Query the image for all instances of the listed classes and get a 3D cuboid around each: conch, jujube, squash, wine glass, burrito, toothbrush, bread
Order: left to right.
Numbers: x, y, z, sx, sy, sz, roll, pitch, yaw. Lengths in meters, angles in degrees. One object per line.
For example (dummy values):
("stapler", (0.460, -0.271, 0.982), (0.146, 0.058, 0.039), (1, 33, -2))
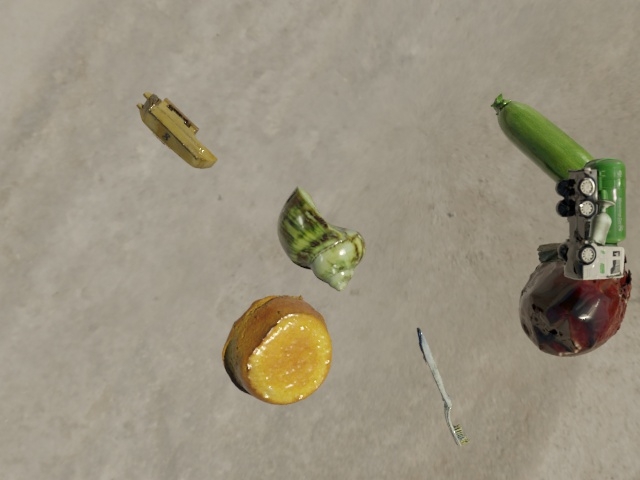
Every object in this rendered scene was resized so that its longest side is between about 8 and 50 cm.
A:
("bread", (-0.107, 0.306, 1.923), (0.312, 0.172, 0.312), (-6, 105, -23))
("conch", (-0.001, 0.003, 1.340), (0.181, 0.187, 0.124), (37, 87, 22))
("toothbrush", (0.320, 0.394, 1.867), (0.042, 0.035, 0.413), (-23, 115, 3))
("squash", (0.561, -0.223, 1.718), (0.107, 0.107, 0.395), (-46, 65, 12))
("burrito", (0.527, 0.024, 1.523), (0.149, 0.055, 0.041), (-7, 96, -13))
("jujube", (0.642, 0.137, 1.769), (0.258, 0.376, 0.258), (16, 119, 30))
("wine glass", (0.504, -0.031, 1.265), (0.039, 0.042, 0.083), (21, 79, -20))

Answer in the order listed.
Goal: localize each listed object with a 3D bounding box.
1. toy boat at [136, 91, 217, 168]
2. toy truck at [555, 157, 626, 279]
("toy boat", (-0.333, -0.258, 1.654), (0.226, 0.088, 0.068), (43, 133, -10))
("toy truck", (0.549, -0.043, 1.407), (0.125, 0.101, 0.242), (-1, 93, -9))
